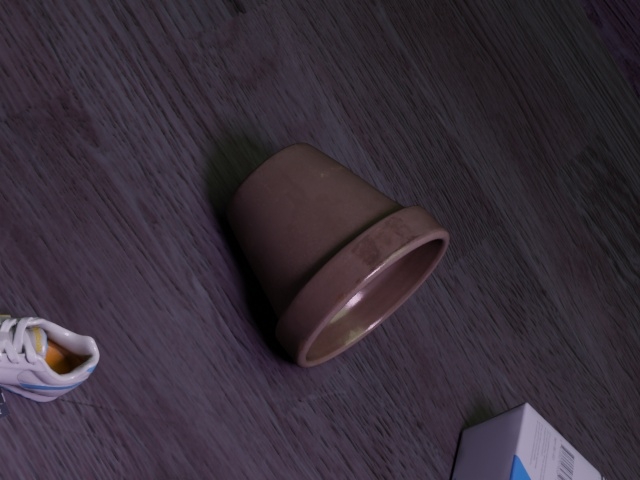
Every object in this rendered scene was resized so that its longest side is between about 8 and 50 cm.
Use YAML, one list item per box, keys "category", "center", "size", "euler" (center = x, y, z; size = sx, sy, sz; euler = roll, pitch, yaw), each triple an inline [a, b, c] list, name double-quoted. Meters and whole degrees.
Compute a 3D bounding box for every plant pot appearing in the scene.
- category: "plant pot"
  center: [0.000, 0.000, 2.000]
  size: [0.229, 0.263, 0.263]
  euler: [49, 34, 14]

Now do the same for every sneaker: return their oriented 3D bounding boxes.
- category: "sneaker"
  center: [-0.342, 0.111, 1.613]
  size: [0.229, 0.092, 0.087]
  euler: [15, 57, -43]

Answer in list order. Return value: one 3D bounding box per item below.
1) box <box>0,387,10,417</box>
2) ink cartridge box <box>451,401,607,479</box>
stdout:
- category: "box"
  center: [-0.366, 0.161, 1.553]
  size: [0.083, 0.018, 0.067]
  euler: [-22, 110, -16]
- category: "ink cartridge box"
  center: [0.327, 0.419, 2.172]
  size: [0.307, 0.129, 0.223]
  euler: [44, 39, -21]
